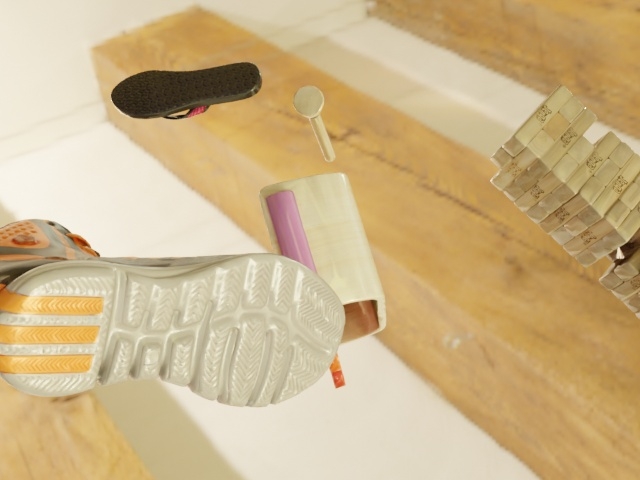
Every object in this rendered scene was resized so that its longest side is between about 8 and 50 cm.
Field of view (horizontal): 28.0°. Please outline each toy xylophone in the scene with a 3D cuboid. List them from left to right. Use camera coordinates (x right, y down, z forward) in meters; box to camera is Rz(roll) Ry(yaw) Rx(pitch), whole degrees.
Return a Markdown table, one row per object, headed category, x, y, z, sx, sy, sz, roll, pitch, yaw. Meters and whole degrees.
| category | x | y | z | sx | sy | sz | roll | pitch | yaw |
| --- | --- | --- | --- | --- | --- | --- | --- | --- | --- |
| toy xylophone | 0.000 | 0.000 | 1.226 | 0.081 | 0.323 | 0.236 | -16 | -110 | 0 |

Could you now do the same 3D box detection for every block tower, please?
| category | x | y | z | sx | sy | sz | roll | pitch | yaw |
| --- | --- | --- | --- | --- | --- | --- | --- | --- | --- |
| block tower | 0.324 | -0.002 | 1.297 | 0.335 | 0.091 | 0.097 | 44 | -116 | 1 |

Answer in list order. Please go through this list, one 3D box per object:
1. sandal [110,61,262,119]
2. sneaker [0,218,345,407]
| category | x | y | z | sx | sy | sz | roll | pitch | yaw |
| --- | --- | --- | --- | --- | --- | --- | --- | --- | --- |
| sandal | -0.154 | -0.167 | 1.496 | 0.179 | 0.040 | 0.067 | -7 | -122 | 3 |
| sneaker | -0.140 | 0.041 | 0.983 | 0.321 | 0.125 | 0.180 | 11 | -171 | -41 |
